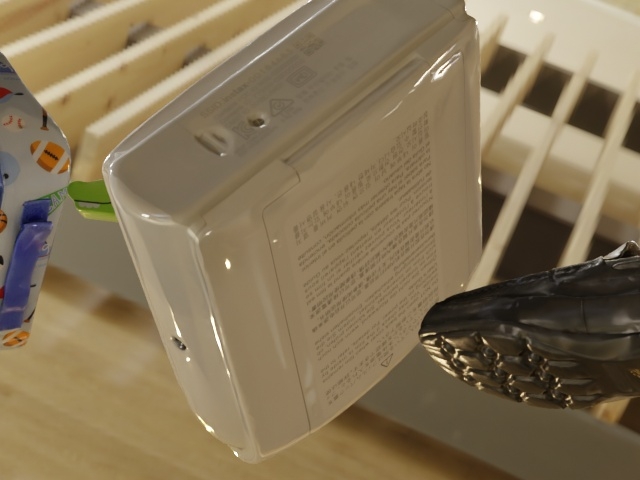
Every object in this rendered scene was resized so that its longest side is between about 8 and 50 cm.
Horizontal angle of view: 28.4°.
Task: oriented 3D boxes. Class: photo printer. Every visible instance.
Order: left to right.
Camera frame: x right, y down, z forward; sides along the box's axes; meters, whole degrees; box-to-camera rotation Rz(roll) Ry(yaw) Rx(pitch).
[{"bbox_3d":[0.000,0.000,0.853,0.256,0.308,0.107,-40,-123,-21],"label":"photo printer"}]

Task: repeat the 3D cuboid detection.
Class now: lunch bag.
[{"bbox_3d":[-0.356,-0.037,1.293,0.115,0.303,0.243,-10,-134,-35],"label":"lunch bag"}]

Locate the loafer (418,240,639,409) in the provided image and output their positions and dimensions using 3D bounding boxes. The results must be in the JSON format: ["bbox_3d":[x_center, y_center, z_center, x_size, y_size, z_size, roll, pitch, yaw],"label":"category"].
[{"bbox_3d":[0.155,0.041,0.662,0.223,0.076,0.078,-5,-134,38],"label":"loafer"}]

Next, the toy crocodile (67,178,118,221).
[{"bbox_3d":[-0.129,-0.044,1.505,0.340,0.105,0.115,6,171,3],"label":"toy crocodile"}]

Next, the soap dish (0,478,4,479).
[{"bbox_3d":[-0.284,0.217,0.783,0.228,0.118,0.291,14,-178,16],"label":"soap dish"}]
